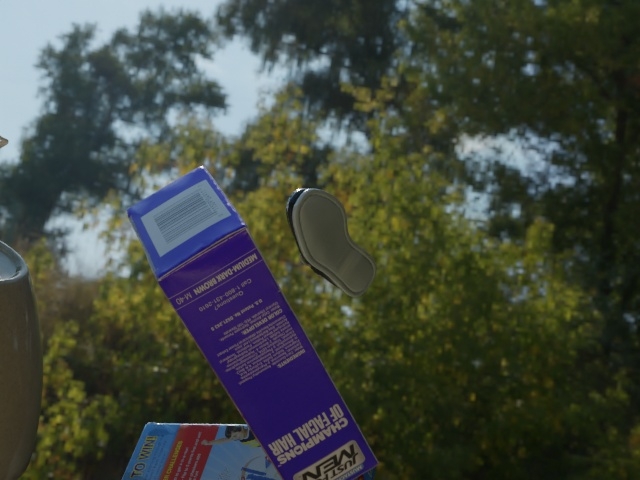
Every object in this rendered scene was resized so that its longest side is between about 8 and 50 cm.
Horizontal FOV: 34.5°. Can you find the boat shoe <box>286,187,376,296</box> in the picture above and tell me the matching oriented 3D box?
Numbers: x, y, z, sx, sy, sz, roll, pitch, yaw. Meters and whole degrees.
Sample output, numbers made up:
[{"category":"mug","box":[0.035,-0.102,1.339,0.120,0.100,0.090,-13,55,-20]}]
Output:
[{"category":"boat shoe","box":[0.000,0.000,1.792,0.091,0.114,0.302,29,-20,36]}]

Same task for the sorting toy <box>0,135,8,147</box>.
[{"category":"sorting toy","box":[-0.462,-0.147,1.399,0.075,0.045,0.083,-8,-54,33]}]

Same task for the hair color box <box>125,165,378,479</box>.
[{"category":"hair color box","box":[-0.073,0.106,1.111,0.339,0.110,0.185,61,-6,-30]}]

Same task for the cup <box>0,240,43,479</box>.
[{"category":"cup","box":[-0.462,0.113,1.212,0.331,0.237,0.331,23,13,-6]}]

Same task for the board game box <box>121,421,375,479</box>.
[{"category":"board game box","box":[-0.115,0.365,1.225,0.302,0.308,0.086,-3,-48,22]}]
